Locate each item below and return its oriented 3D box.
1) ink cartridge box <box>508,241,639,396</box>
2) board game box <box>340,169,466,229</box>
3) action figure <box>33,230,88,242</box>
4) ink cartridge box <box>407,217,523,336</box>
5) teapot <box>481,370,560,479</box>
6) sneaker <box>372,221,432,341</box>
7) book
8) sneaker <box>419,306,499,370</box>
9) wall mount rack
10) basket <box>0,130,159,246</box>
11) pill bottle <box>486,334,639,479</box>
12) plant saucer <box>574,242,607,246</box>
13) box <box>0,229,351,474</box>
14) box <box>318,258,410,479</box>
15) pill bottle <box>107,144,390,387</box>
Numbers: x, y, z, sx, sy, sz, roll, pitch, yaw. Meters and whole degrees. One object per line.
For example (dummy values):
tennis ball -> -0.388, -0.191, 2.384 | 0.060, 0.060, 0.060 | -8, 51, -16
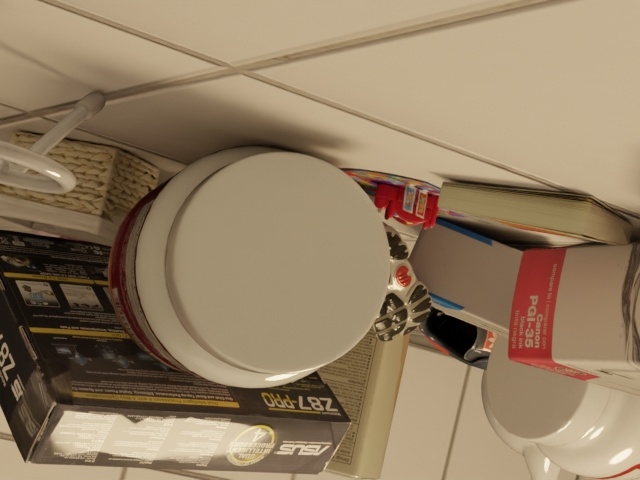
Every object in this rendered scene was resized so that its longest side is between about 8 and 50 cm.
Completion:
ink cartridge box -> 0.344, 0.079, 1.246 | 0.207, 0.117, 0.283 | 18, 168, -31
board game box -> 0.084, -0.030, 1.327 | 0.133, 0.033, 0.168 | 7, 170, 45
action figure -> -0.260, -0.012, 1.864 | 0.276, 0.248, 0.370 | 56, 168, 15
ink cartridge box -> 0.187, 0.052, 1.505 | 0.148, 0.086, 0.203 | 22, 178, 18
teapot -> 0.385, 0.268, 2.203 | 0.252, 0.256, 0.187 | 48, 160, 49
sneaker -> 0.067, 0.033, 1.399 | 0.071, 0.068, 0.170 | -123, 13, -49
book -> 0.188, -0.021, 1.194 | 0.144, 0.035, 0.096 | 10, 176, 35
sneaker -> 0.305, 0.160, 2.060 | 0.350, 0.131, 0.148 | 10, 177, 32
wall mount rack -> -0.326, -0.120, 1.064 | 0.350, 0.131, 0.304 | 13, 170, 10
basket -> -0.283, -0.058, 1.561 | 0.167, 0.103, 0.113 | 10, 172, 25
pill bottle -> 0.417, 0.209, 1.792 | 0.407, 0.229, 0.229 | 18, 173, -38
plant saucer -> 0.287, 0.022, 1.423 | 0.067, 0.018, 0.192 | 15, 174, -10
box -> -0.197, 0.127, 1.581 | 0.394, 0.097, 0.318 | 9, -151, -38
box -> 0.036, 0.169, 1.908 | 0.148, 0.311, 0.121 | 11, 173, 20
pill bottle -> -0.079, 0.027, 1.318 | 0.224, 0.224, 0.392 | 15, 173, -14
